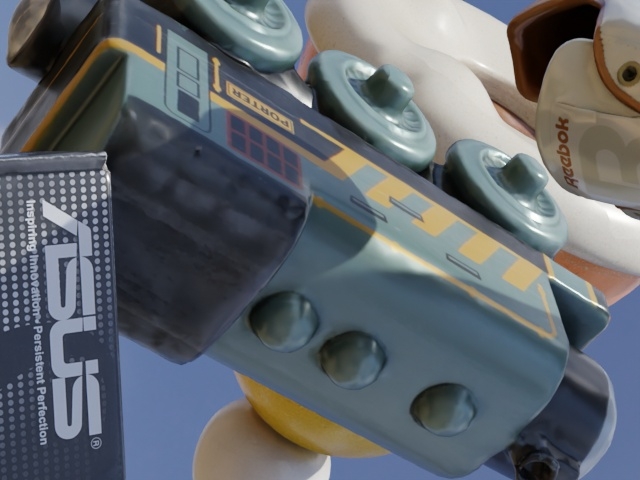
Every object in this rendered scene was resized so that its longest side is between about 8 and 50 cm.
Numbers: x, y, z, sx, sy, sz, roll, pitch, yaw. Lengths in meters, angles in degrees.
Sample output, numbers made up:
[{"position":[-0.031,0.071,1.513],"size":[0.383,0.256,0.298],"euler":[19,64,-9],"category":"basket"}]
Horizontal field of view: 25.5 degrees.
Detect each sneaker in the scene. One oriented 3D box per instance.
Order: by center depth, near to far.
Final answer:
[{"position":[0.148,-0.020,0.473],"size":[0.290,0.123,0.106],"euler":[-122,-163,-61],"category":"sneaker"}]

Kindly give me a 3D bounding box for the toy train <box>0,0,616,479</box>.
[{"position":[0.000,0.000,0.655],"size":[0.142,0.334,0.190],"euler":[-46,-153,26],"category":"toy train"}]

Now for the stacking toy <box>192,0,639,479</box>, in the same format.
[{"position":[0.040,0.055,1.160],"size":[0.480,0.350,0.350],"euler":[-56,-138,24],"category":"stacking toy"}]

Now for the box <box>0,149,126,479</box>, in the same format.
[{"position":[-0.170,0.109,0.458],"size":[0.060,0.216,0.270],"euler":[7,-80,55],"category":"box"}]
